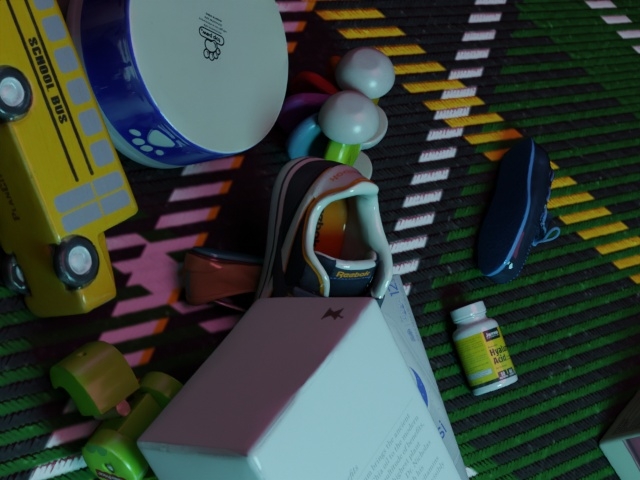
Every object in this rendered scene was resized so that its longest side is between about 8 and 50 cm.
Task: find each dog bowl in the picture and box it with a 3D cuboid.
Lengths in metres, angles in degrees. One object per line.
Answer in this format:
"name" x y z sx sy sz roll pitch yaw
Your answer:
"dog bowl" -0.158 -0.220 1.394 0.264 0.104 0.265 11 76 -49

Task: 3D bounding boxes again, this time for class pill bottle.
"pill bottle" 0.214 0.143 1.617 0.065 0.065 0.116 -15 81 -41

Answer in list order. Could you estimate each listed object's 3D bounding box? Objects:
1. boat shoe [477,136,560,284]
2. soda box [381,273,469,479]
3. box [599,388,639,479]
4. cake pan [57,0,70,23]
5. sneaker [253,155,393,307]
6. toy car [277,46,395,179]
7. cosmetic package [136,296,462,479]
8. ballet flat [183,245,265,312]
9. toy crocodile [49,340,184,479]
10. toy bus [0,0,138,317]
"boat shoe" 0.299 -0.038 1.733 0.089 0.109 0.258 40 54 -24
"soda box" 0.081 0.192 1.470 0.091 0.098 0.286 -12 81 -41
"box" 0.541 0.276 1.711 0.148 0.232 0.127 -38 98 -41
"cake pan" -0.341 -0.340 1.377 0.293 0.054 0.293 16 63 -34
"sneaker" 0.000 0.070 1.366 0.126 0.127 0.321 -4 101 -36
"toy car" 0.014 -0.159 1.545 0.136 0.159 0.182 16 57 6
"cosmetic package" 0.027 0.302 1.252 0.230 0.161 0.453 -49 124 -40
"ballet flat" -0.064 0.049 1.443 0.232 0.080 0.073 4 98 -35
"toy crocodile" -0.155 0.247 1.269 0.340 0.105 0.115 51 49 -17
"toy bus" -0.290 -0.093 1.240 0.130 0.108 0.333 -32 107 -45
